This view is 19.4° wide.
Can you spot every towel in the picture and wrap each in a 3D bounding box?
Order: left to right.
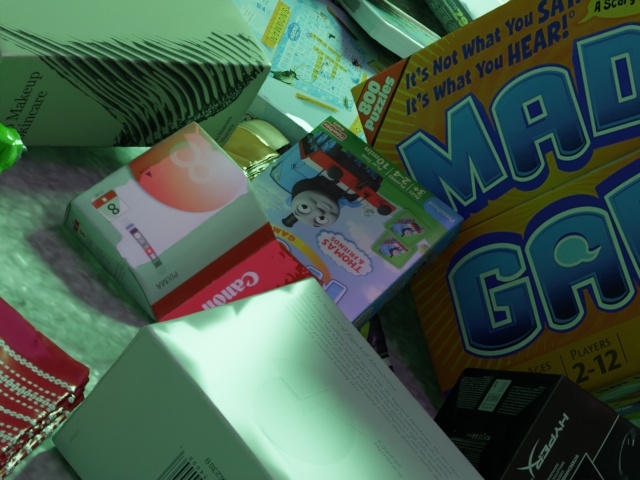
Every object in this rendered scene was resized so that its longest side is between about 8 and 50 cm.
[{"bbox_3d":[-0.285,0.093,1.273,0.199,0.031,0.275,41,28,1],"label":"towel"}]

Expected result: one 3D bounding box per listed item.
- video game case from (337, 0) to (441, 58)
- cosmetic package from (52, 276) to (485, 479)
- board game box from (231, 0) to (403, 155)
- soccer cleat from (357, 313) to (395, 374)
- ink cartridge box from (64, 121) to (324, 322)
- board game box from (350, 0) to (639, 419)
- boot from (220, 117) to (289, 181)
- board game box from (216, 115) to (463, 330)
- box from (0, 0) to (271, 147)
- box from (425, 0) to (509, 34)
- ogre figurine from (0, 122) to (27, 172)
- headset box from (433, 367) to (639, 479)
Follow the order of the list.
[{"bbox_3d":[0.101,-0.232,2.137,0.204,0.025,0.285,31,12,-26],"label":"video game case"},{"bbox_3d":[-0.031,0.165,1.371,0.224,0.138,0.225,50,30,16],"label":"cosmetic package"},{"bbox_3d":[0.014,-0.140,1.947,0.318,0.066,0.318,37,27,-7],"label":"board game box"},{"bbox_3d":[0.043,0.129,1.614,0.072,0.060,0.179,36,32,-33],"label":"soccer cleat"},{"bbox_3d":[-0.102,0.002,1.551,0.179,0.045,0.145,44,56,15],"label":"ink cartridge box"},{"bbox_3d":[0.312,-0.042,1.766,0.356,0.356,0.356,1,68,-51],"label":"board game box"},{"bbox_3d":[-0.034,-0.028,1.726,0.197,0.073,0.152,35,29,8],"label":"boot"},{"bbox_3d":[0.000,0.000,1.636,0.160,0.039,0.211,38,56,14],"label":"board game box"},{"bbox_3d":[-0.188,-0.147,1.606,0.275,0.113,0.094,-4,50,-38],"label":"box"},{"bbox_3d":[0.225,-0.315,2.369,0.183,0.059,0.232,-30,82,-36],"label":"box"},{"bbox_3d":[-0.298,-0.069,1.418,0.118,0.097,0.197,31,11,-2],"label":"ogre figurine"},{"bbox_3d":[0.244,0.229,1.545,0.293,0.110,0.218,35,-11,-13],"label":"headset box"}]
